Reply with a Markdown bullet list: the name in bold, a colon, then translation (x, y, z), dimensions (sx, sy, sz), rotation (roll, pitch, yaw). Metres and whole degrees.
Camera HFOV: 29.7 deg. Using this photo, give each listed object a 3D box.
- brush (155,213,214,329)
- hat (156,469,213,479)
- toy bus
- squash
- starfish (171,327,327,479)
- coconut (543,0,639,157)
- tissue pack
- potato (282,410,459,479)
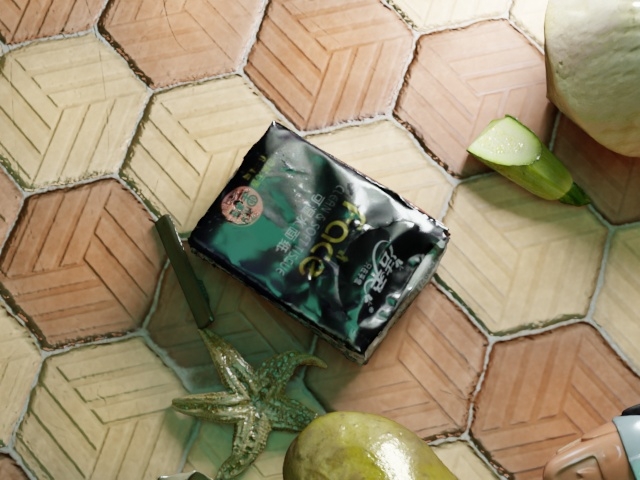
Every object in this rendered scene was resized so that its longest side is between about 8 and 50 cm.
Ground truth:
- **brush**: translation (-0.200, 0.045, 1.815), dimensions (0.034, 0.027, 0.190), rotation (-38, 66, 28)
- **hat**: translation (-0.215, 0.425, 1.692), dimensions (0.173, 0.144, 0.166), rotation (-34, 73, 37)
- **toy bus**: translation (0.396, 0.337, 1.596), dimensions (0.232, 0.287, 0.194), rotation (-23, 73, 11)
- **squash**: translation (0.324, -0.113, 1.824), dimensions (0.200, 0.075, 0.090), rotation (34, 51, 9)
- **starfish**: translation (-0.100, 0.239, 1.749), dimensions (0.277, 0.062, 0.236), rotation (41, 84, 8)
- **coconut**: translation (0.461, -0.271, 1.774), dimensions (0.328, 0.329, 0.329), rotation (0, 73, 1)
- **tissue pack**: translation (0.000, 0.000, 1.774), dimensions (0.332, 0.123, 0.245), rotation (34, 79, 11)
- **potato**: translation (0.069, 0.350, 1.641), dimensions (0.229, 0.229, 0.266), rotation (-40, 61, -10)
